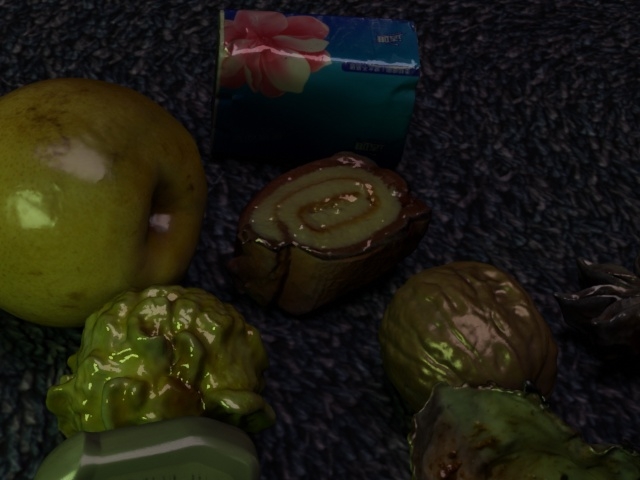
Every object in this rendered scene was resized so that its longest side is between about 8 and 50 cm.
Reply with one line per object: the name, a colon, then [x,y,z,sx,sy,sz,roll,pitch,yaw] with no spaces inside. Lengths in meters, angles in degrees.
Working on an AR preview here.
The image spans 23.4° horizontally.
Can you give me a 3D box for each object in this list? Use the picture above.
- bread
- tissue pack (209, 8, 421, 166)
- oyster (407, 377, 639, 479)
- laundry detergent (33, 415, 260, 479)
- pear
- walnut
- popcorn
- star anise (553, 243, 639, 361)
bread: [-0.009,-0.007,1.916,0.244,0.123,0.190,-24,49,-32]
tissue pack: [-0.011,-0.198,2.071,0.269,0.209,0.137,4,51,-8]
oyster: [0.246,0.247,1.646,0.337,0.198,0.133,5,-3,-14]
laundry detergent: [-0.191,0.268,1.547,0.253,0.181,0.091,0,17,-12]
pear: [-0.291,-0.045,1.777,0.314,0.314,0.314,5,42,-5]
walnut: [0.165,0.123,1.761,0.213,0.213,0.213,5,42,-5]
popcorn: [-0.168,0.156,1.661,0.235,0.181,0.217,-19,49,-28]
star anise: [0.414,0.096,1.893,0.236,0.109,0.223,10,25,25]
